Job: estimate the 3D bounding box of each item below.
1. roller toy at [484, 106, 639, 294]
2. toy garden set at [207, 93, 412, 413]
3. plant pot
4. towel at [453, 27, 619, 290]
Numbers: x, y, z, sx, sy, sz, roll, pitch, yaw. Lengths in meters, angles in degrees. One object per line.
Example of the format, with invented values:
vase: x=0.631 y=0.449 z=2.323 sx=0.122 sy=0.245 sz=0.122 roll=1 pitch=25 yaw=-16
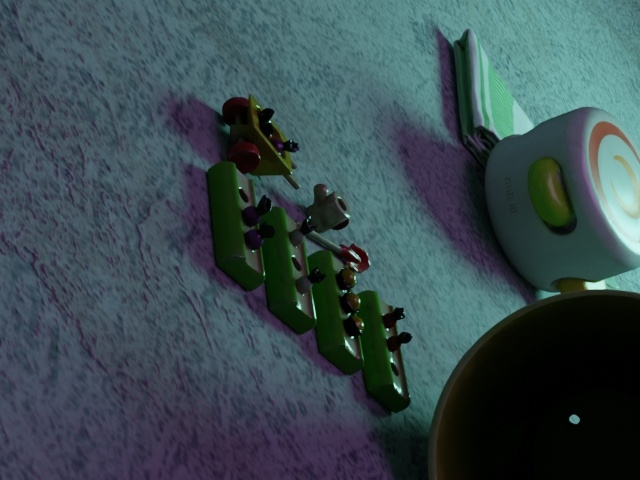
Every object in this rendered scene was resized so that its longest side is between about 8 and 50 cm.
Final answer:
roller toy: x=0.282 y=-0.042 z=2.064 sx=0.209 sy=0.146 sz=0.191 roll=48 pitch=39 yaw=-29
toy garden set: x=0.000 y=0.000 z=1.521 sx=0.244 sy=0.049 sz=0.204 roll=42 pitch=27 yaw=-39
plant pot: x=0.241 y=0.191 z=1.577 sx=0.275 sy=0.275 sz=0.293 roll=63 pitch=4 yaw=10
towel: x=0.269 y=-0.091 z=2.268 sx=0.325 sy=0.038 sz=0.248 roll=47 pitch=23 yaw=-29
